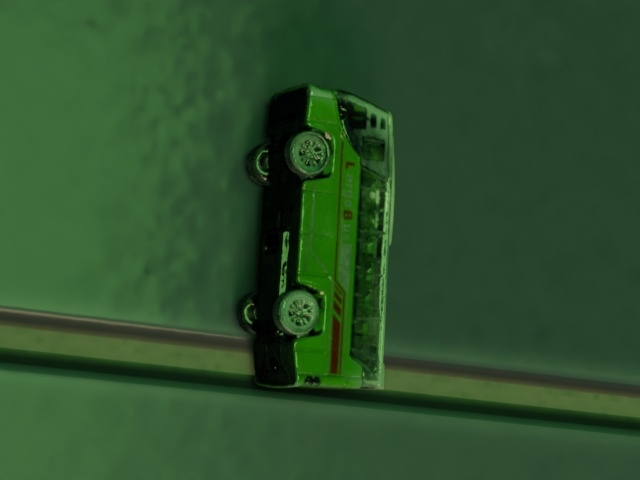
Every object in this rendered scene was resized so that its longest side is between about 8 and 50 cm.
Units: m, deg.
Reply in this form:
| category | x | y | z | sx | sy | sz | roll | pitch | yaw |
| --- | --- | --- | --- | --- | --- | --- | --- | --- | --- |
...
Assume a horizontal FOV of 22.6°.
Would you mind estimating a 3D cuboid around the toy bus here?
| category | x | y | z | sx | sy | sz | roll | pitch | yaw |
| --- | --- | --- | --- | --- | --- | --- | --- | --- | --- |
| toy bus | 0.000 | 0.000 | 0.446 | 0.037 | 0.031 | 0.083 | 6 | 84 | -27 |
